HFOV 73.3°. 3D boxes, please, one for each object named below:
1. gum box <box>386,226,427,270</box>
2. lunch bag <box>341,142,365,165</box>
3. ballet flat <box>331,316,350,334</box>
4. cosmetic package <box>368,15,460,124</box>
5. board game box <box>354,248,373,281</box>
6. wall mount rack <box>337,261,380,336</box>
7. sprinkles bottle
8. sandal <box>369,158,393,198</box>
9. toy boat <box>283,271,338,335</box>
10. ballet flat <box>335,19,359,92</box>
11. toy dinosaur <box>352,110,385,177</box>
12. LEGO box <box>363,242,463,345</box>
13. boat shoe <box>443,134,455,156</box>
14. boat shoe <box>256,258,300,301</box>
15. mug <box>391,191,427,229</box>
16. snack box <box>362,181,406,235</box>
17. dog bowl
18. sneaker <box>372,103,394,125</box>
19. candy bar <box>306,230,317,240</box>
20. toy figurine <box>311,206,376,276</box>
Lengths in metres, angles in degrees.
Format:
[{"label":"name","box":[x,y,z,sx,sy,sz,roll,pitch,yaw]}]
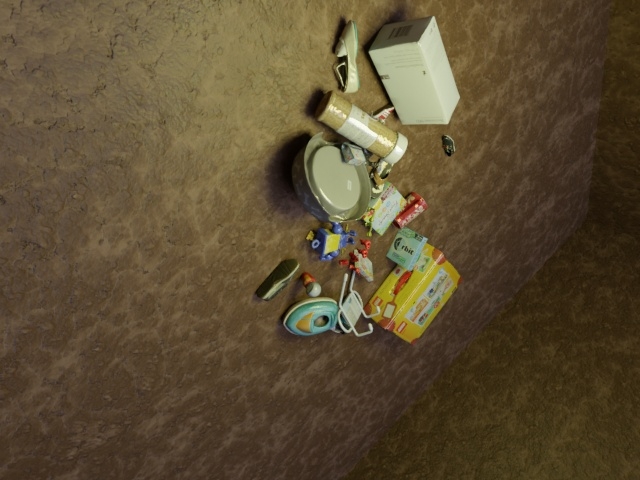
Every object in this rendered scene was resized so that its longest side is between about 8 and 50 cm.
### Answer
[{"label":"gum box","box":[0.437,0.036,2.189,0.041,0.157,0.184,13,107,-44]},{"label":"lunch bag","box":[0.123,-0.330,1.618,0.071,0.083,0.053,4,150,-45]},{"label":"ballet flat","box":[0.080,0.415,2.174,0.096,0.095,0.280,-41,136,3]},{"label":"cosmetic package","box":[0.369,-0.633,1.652,0.385,0.217,0.156,49,61,-44]},{"label":"board game box","box":[0.211,0.121,2.096,0.026,0.103,0.154,-19,142,24]},{"label":"wall mount rack","box":[0.167,0.275,2.056,0.303,0.131,0.350,62,23,-6]},{"label":"sprinkles bottle","box":[0.154,-0.415,1.602,0.356,0.121,0.121,25,99,-23]},{"label":"sandal","box":[0.271,-0.288,1.891,0.090,0.060,0.219,29,95,-15]},{"label":"toy boat","box":[-0.040,0.303,1.938,0.268,0.148,0.317,-12,119,-16]},{"label":"ballet flat","box":[0.092,-0.645,1.532,0.086,0.086,0.248,-29,132,-24]},{"label":"toy dinosaur","box":[0.175,-0.358,1.768,0.161,0.121,0.313,29,107,-18]},{"label":"LEGO box","box":[0.526,0.298,2.402,0.500,0.193,0.372,-52,137,-1]},{"label":"boat shoe","box":[0.628,-0.465,2.116,0.042,0.049,0.133,-55,142,-10]},{"label":"boat shoe","box":[-0.171,0.169,1.818,0.223,0.080,0.073,-44,141,-3]},{"label":"mug","box":[0.418,-0.149,2.089,0.169,0.113,0.150,-41,154,-6]},{"label":"snack box","box":[0.286,-0.151,2.006,0.207,0.070,0.174,-52,136,0]},{"label":"dog bowl","box":[0.039,-0.224,1.610,0.349,0.102,0.348,16,67,-41]},{"label":"sneaker","box":[0.266,-0.514,1.782,0.119,0.042,0.067,-31,128,-12]},{"label":"candy bar","box":[0.000,0.000,1.895,0.162,0.018,0.040,25,97,-46]},{"label":"toy figurine","box":[0.070,-0.010,1.807,0.218,0.191,0.362,-8,127,-25]}]
